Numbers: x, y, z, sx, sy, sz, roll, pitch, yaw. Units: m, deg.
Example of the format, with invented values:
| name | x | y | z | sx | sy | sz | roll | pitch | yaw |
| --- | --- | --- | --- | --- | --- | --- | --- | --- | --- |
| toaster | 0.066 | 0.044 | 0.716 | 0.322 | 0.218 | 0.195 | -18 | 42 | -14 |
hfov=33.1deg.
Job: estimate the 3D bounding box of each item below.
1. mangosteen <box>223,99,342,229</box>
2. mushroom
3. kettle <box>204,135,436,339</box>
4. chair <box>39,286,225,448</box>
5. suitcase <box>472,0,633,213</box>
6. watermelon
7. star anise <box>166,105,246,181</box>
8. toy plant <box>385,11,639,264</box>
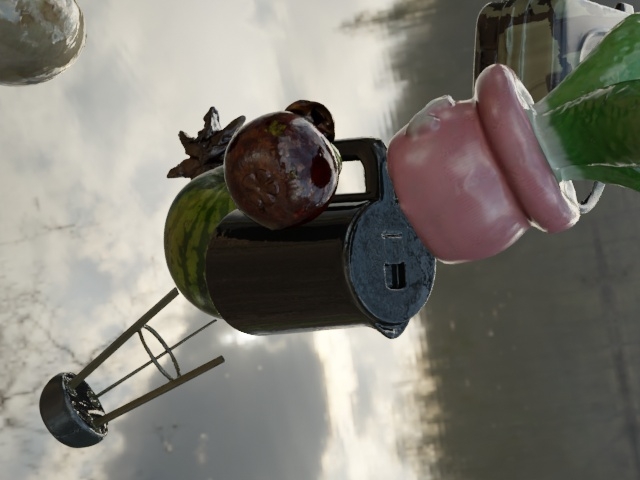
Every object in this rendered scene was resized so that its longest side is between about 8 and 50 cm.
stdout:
| name | x | y | z | sx | sy | sz | roll | pitch | yaw |
| --- | --- | --- | --- | --- | --- | --- | --- | --- | --- |
| mangosteen | -0.032 | -0.091 | 1.369 | 0.181 | 0.156 | 0.146 | -9 | 64 | -54 |
| mushroom | -0.518 | -0.410 | 1.678 | 0.295 | 0.362 | 0.362 | -60 | 161 | 0 |
| kettle | 0.009 | 0.009 | 1.574 | 0.203 | 0.308 | 0.262 | 33 | 65 | -34 |
| chair | -0.222 | 0.157 | 1.284 | 0.104 | 0.221 | 0.095 | 57 | 1 | 6 |
| suitcase | 0.371 | -0.210 | 1.696 | 0.351 | 0.194 | 0.339 | -3 | 96 | -49 |
| watermelon | -0.142 | 0.002 | 1.929 | 0.285 | 0.285 | 0.285 | -9 | 90 | -75 |
| star anise | -0.242 | -0.166 | 2.367 | 0.102 | 0.272 | 0.272 | 5 | 76 | -62 |
| toy plant | 0.259 | -0.102 | 1.217 | 0.211 | 0.356 | 0.317 | 62 | 19 | -23 |
